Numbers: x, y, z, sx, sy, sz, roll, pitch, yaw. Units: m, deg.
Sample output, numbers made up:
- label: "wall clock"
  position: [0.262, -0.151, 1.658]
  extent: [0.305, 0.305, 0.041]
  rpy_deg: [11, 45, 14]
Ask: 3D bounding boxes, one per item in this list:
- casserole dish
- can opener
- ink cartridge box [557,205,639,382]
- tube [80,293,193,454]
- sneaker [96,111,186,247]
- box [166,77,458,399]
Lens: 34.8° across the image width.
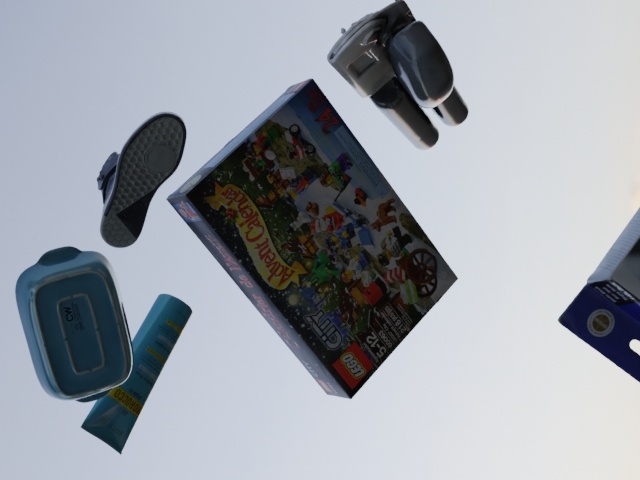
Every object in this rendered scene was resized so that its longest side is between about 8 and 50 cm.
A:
- label: "casserole dish"
  position: [-0.271, 0.100, 1.145]
  extent: [0.114, 0.037, 0.188]
  rpy_deg: [-16, -73, -20]
- label: "can opener"
  position: [0.078, -0.128, 0.874]
  extent: [0.093, 0.074, 0.280]
  rpy_deg: [55, -171, 15]
- label: "ink cartridge box"
  position: [0.394, 0.057, 1.042]
  extent: [0.224, 0.223, 0.045]
  rpy_deg: [-55, 11, 1]
- label: "tube"
  position: [-0.235, 0.168, 1.325]
  extent: [0.080, 0.052, 0.207]
  rpy_deg: [46, -121, -37]
- label: "sneaker"
  position: [-0.270, -0.121, 1.533]
  extent: [0.226, 0.086, 0.163]
  rpy_deg: [-58, 22, 23]
- label: "box"
  position: [0.000, 0.000, 0.892]
  extent: [0.159, 0.044, 0.233]
  rpy_deg: [-46, -71, -24]
